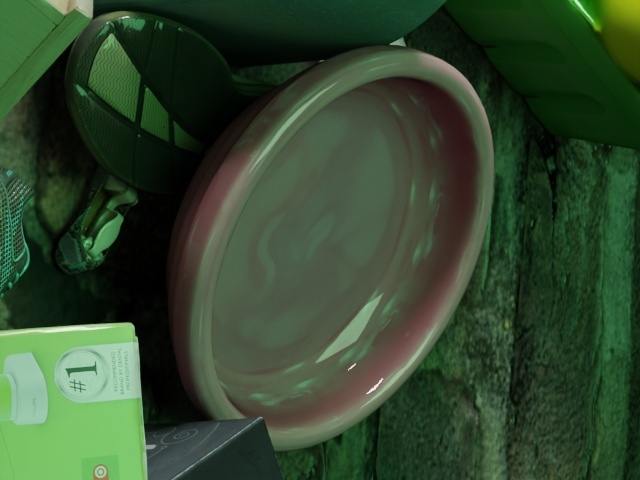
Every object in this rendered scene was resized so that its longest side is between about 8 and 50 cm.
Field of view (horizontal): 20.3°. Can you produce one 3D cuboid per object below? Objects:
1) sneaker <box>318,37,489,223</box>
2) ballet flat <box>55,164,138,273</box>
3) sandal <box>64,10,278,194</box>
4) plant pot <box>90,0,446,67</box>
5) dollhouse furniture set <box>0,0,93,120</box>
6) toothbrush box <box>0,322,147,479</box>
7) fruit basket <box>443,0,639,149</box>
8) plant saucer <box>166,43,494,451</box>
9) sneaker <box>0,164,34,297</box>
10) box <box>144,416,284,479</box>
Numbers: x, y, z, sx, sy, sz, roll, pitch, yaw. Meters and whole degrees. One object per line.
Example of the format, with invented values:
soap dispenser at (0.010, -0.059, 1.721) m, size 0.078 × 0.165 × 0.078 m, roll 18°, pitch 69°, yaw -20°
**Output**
sneaker at (0.084, -0.096, 1.543) m, size 0.103 × 0.111 × 0.252 m, roll -36°, pitch 112°, yaw -45°
ballet flat at (-0.155, -0.023, 1.317) m, size 0.041 × 0.041 × 0.114 m, roll 48°, pitch 52°, yaw -34°
sandal at (-0.108, -0.094, 1.351) m, size 0.120 × 0.086 × 0.303 m, roll -64°, pitch 153°, yaw 2°
plant pot at (-0.027, -0.261, 1.301) m, size 0.247 × 0.252 × 0.248 m, roll 9°, pitch 90°, yaw -49°
dollhouse furniture set at (-0.285, -0.159, 1.075) m, size 0.198 × 0.286 × 0.303 m, roll 39°, pitch 15°, yaw -21°
toothbrush box at (-0.251, 0.160, 1.043) m, size 0.283 × 0.122 × 0.206 m, roll -4°, pitch 88°, yaw -23°
fruit basket at (0.305, -0.248, 1.626) m, size 0.392 × 0.392 × 0.283 m, roll 44°, pitch 55°, yaw -36°
plant saucer at (0.000, 0.000, 1.382) m, size 0.332 × 0.084 × 0.332 m, roll -29°, pitch 134°, yaw -36°
sneaker at (-0.229, 0.021, 1.213) m, size 0.076 × 0.065 × 0.166 m, roll 23°, pitch 70°, yaw -49°
box at (-0.097, 0.281, 1.267) m, size 0.165 × 0.143 × 0.270 m, roll -31°, pitch 108°, yaw -48°
